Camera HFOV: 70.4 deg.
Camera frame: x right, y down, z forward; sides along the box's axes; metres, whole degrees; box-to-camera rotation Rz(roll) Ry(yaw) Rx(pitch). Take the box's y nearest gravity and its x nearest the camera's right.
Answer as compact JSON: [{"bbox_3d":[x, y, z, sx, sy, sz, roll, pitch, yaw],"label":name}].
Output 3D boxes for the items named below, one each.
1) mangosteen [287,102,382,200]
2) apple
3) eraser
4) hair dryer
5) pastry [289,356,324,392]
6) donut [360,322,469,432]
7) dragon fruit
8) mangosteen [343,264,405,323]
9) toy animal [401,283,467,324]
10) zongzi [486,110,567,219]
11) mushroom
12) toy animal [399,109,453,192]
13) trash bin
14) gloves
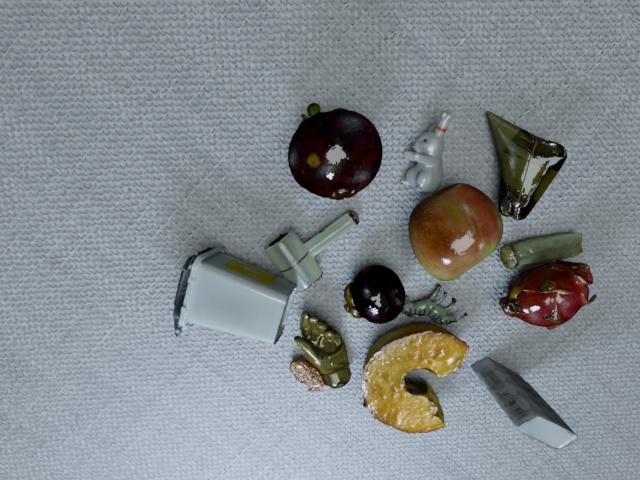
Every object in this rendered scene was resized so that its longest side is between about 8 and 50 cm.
[{"bbox_3d":[0.039,-0.308,1.457,0.306,0.306,0.360,-12,84,-1],"label":"mangosteen"},{"bbox_3d":[0.445,-0.038,1.536,0.319,0.319,0.277,-38,84,5],"label":"apple"},{"bbox_3d":[0.719,0.574,1.648,0.213,0.397,0.082,29,100,-11],"label":"eraser"},{"bbox_3d":[0.000,0.000,1.620,0.362,0.128,0.203,-37,103,-3],"label":"hair dryer"},{"bbox_3d":[-0.048,0.512,1.761,0.087,0.063,0.169,-37,108,14],"label":"pastry"},{"bbox_3d":[0.340,0.496,1.731,0.377,0.163,0.435,18,103,-6],"label":"donut"},{"bbox_3d":[0.820,0.199,1.644,0.315,0.250,0.250,-24,104,-7],"label":"dragon fruit"},{"bbox_3d":[0.181,0.203,1.643,0.250,0.211,0.211,-24,106,35],"label":"mangosteen"},{"bbox_3d":[0.429,0.265,1.727,0.217,0.073,0.176,40,104,-16],"label":"toy animal"},{"bbox_3d":[0.648,-0.257,1.598,0.317,0.154,0.289,33,104,9],"label":"zongzi"},{"bbox_3d":[0.822,0.035,1.694,0.312,0.081,0.100,-11,107,-5],"label":"mushroom"},{"bbox_3d":[0.360,-0.302,1.555,0.138,0.140,0.282,-2,107,-12],"label":"toy animal"},{"bbox_3d":[-0.288,0.212,1.544,0.367,0.256,0.296,18,100,5],"label":"trash bin"},{"bbox_3d":[0.011,0.395,1.693,0.154,0.141,0.331,-19,106,17],"label":"gloves"}]
